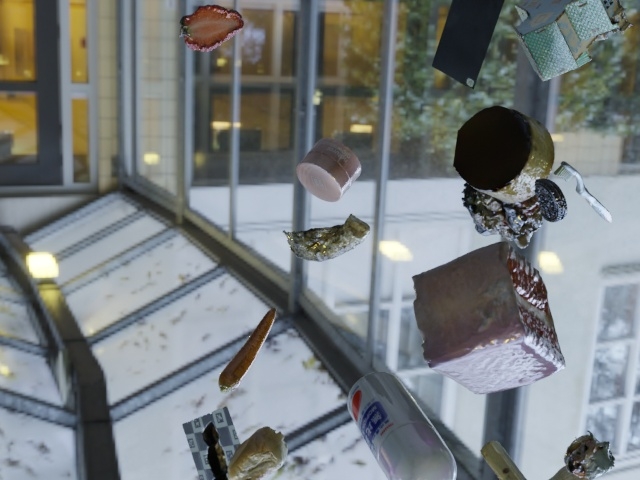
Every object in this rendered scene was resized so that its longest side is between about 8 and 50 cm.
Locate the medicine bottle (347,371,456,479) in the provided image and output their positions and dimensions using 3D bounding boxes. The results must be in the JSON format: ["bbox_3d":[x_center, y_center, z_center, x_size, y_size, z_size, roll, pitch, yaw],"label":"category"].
[{"bbox_3d":[0.157,0.383,1.750,0.130,0.130,0.341,-1,-161,-15],"label":"medicine bottle"}]

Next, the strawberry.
[{"bbox_3d":[-0.242,-0.470,2.015,0.152,0.103,0.048,-5,178,8],"label":"strawberry"}]

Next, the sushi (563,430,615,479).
[{"bbox_3d":[0.604,0.481,2.031,0.103,0.097,0.226,32,-173,14],"label":"sushi"}]

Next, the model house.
[{"bbox_3d":[0.563,-0.481,2.142,0.206,0.178,0.271,-45,-149,-22],"label":"model house"}]

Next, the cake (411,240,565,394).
[{"bbox_3d":[0.351,0.169,1.894,0.230,0.236,0.309,-22,149,21],"label":"cake"}]

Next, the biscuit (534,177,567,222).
[{"bbox_3d":[0.439,-0.076,1.740,0.027,0.089,0.087,-27,-121,-16],"label":"biscuit"}]

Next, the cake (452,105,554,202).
[{"bbox_3d":[0.410,-0.178,1.935,0.178,0.185,0.208,12,-156,-51],"label":"cake"}]

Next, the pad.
[{"bbox_3d":[0.272,-0.388,1.668,0.004,0.193,0.116,-11,-142,-40],"label":"pad"}]

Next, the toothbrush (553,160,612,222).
[{"bbox_3d":[0.565,-0.096,1.919,0.028,0.037,0.375,47,-168,34],"label":"toothbrush"}]

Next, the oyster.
[{"bbox_3d":[0.006,0.003,2.163,0.166,0.093,0.294,-11,178,-14],"label":"oyster"}]

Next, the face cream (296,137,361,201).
[{"bbox_3d":[0.023,-0.191,2.467,0.149,0.149,0.104,14,-125,39],"label":"face cream"}]

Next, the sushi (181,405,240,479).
[{"bbox_3d":[-0.210,0.489,2.049,0.051,0.215,0.192,-11,167,-46],"label":"sushi"}]

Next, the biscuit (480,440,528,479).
[{"bbox_3d":[0.524,0.644,2.559,0.052,0.056,0.188,21,-159,-40],"label":"biscuit"}]

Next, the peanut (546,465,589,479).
[{"bbox_3d":[0.665,0.690,2.530,0.207,0.087,0.087,-29,-163,-2],"label":"peanut"}]

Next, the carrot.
[{"bbox_3d":[-0.192,0.298,2.425,0.062,0.066,0.271,1,-134,46],"label":"carrot"}]

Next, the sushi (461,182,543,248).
[{"bbox_3d":[0.533,-0.115,2.524,0.239,0.225,0.219,31,170,-24],"label":"sushi"}]

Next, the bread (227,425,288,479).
[{"bbox_3d":[-0.125,0.418,1.738,0.125,0.082,0.106,-39,174,6],"label":"bread"}]
